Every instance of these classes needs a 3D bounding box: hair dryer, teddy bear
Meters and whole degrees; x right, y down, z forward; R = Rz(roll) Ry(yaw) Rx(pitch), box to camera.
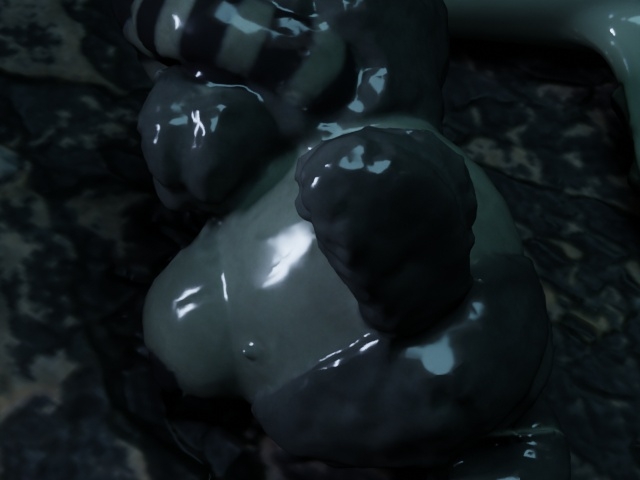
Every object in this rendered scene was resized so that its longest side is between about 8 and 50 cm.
[{"bbox_3d":[0.093,-0.065,0.667,0.229,0.092,0.267,10,58,7],"label":"hair dryer"},{"bbox_3d":[-0.005,-0.017,0.542,0.144,0.171,0.251,-16,58,2],"label":"teddy bear"}]
